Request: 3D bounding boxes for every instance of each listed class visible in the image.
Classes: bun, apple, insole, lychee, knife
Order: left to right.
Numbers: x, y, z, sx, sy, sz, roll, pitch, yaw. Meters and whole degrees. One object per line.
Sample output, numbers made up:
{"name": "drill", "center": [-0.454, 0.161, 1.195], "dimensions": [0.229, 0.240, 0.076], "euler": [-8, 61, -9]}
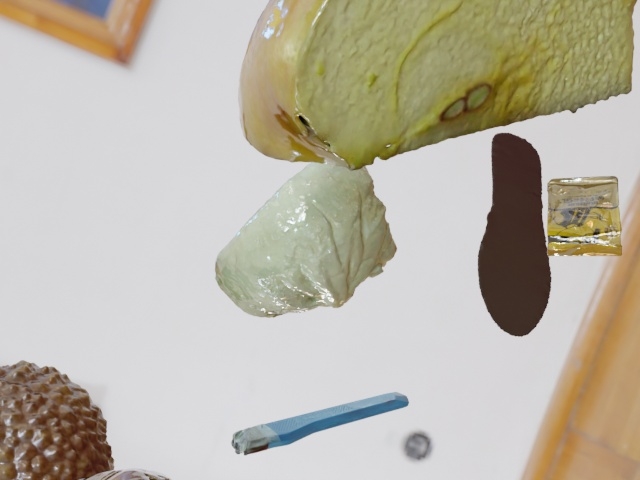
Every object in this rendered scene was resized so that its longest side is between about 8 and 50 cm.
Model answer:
{"name": "lychee", "center": [-0.367, 0.271, 1.507], "dimensions": [0.267, 0.267, 0.267], "euler": [-58, 19, 32]}
{"name": "bun", "center": [0.000, 0.000, 1.306], "dimensions": [0.204, 0.126, 0.212], "euler": [-42, 1, 36]}
{"name": "knife", "center": [0.003, 0.238, 1.719], "dimensions": [0.044, 0.296, 0.026], "euler": [30, 120, 46]}
{"name": "apple", "center": [0.093, -0.161, 0.991], "dimensions": [0.254, 0.346, 0.179], "euler": [-25, 82, 59]}
{"name": "insole", "center": [0.250, -0.013, 1.691], "dimensions": [0.007, 0.109, 0.322], "euler": [-49, 28, 48]}

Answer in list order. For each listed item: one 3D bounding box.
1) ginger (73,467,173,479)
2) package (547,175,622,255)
{"name": "ginger", "center": [-0.162, 0.240, 1.057], "dimensions": [0.107, 0.133, 0.309], "euler": [66, 157, -3]}
{"name": "package", "center": [0.249, -0.012, 1.241], "dimensions": [0.131, 0.071, 0.047], "euler": [-76, -18, -57]}
